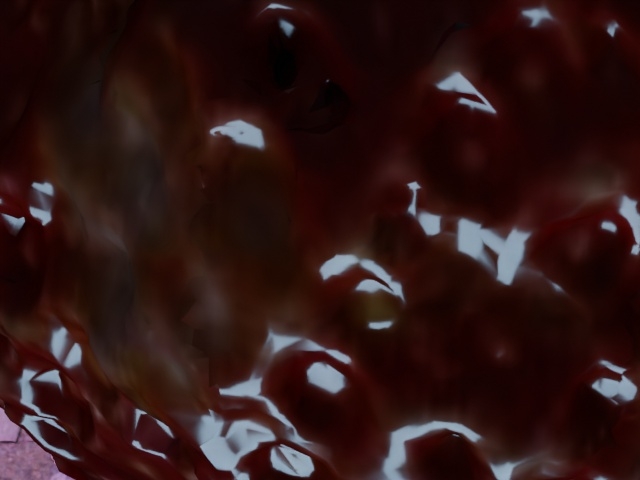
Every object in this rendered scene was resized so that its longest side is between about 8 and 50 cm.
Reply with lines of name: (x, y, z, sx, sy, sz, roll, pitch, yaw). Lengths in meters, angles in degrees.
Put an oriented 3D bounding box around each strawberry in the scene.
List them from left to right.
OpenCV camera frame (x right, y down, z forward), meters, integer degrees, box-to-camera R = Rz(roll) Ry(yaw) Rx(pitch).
strawberry: (0.018, -0.014, 0.470, 0.292, 0.309, 0.292, 11, -175, -1)
